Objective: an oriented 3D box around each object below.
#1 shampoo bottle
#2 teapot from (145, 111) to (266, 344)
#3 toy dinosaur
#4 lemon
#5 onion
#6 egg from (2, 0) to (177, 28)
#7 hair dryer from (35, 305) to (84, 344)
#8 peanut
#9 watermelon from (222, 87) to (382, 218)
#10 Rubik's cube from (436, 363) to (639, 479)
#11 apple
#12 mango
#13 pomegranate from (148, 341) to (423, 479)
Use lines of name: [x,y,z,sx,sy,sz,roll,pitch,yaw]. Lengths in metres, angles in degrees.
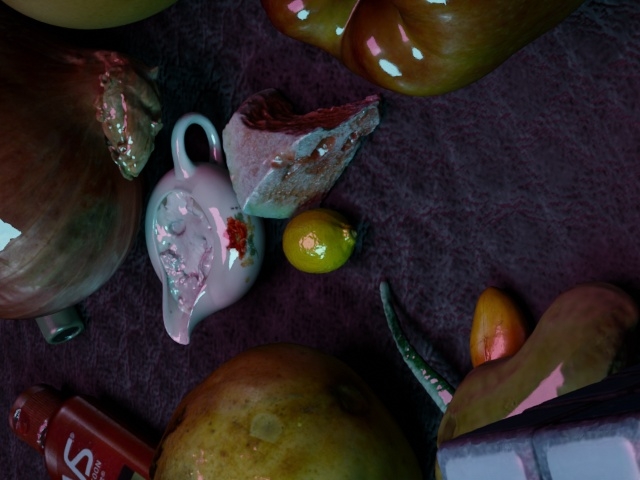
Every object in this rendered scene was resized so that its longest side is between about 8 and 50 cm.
shampoo bottle: [-0.220,0.253,1.981,0.314,0.076,0.118,30,123,37]
teapot: [-0.113,-0.015,1.790,0.145,0.092,0.226,4,102,42]
toy dinosaur: [0.129,0.217,1.625,0.383,0.076,0.129,47,123,22]
lemon: [0.000,0.000,1.702,0.083,0.062,0.062,-12,92,33]
onion: [-0.333,-0.081,1.802,0.354,0.354,0.353,14,111,42]
egg: [-0.214,-0.322,1.694,0.322,0.250,0.250,-14,91,52]
hair dryer: [-0.268,0.048,2.002,0.150,0.047,0.071,-42,69,36]
peanut: [0.178,0.131,1.504,0.236,0.110,0.120,-56,20,17]
watermelon: [-0.019,-0.073,1.680,0.158,0.098,0.121,6,105,40]
Rubik's cube: [0.312,0.233,1.276,0.305,0.301,0.303,-18,87,45]
apple: [0.098,-0.268,1.364,0.288,0.317,0.288,33,148,24]
mango: [0.154,0.084,1.579,0.060,0.046,0.089,-11,89,46]
pomegranate: [-0.030,0.228,1.673,0.260,0.260,0.260,14,111,42]
